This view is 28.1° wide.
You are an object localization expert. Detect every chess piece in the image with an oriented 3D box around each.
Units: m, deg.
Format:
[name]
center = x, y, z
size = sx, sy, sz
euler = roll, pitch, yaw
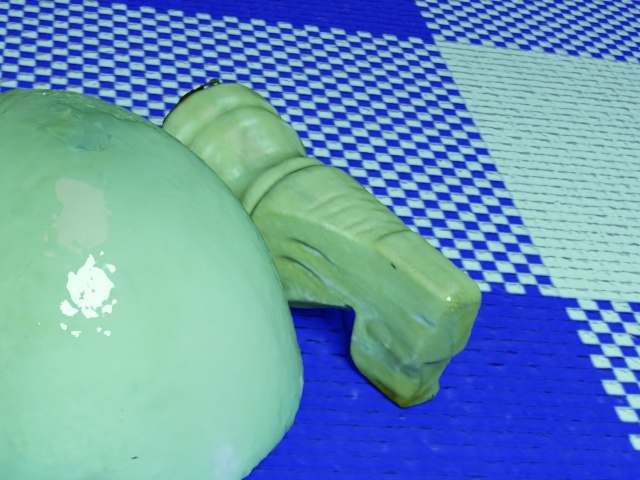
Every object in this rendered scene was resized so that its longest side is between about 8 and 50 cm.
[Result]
[chess piece]
center = 0.000, 0.000, 0.979
size = 0.137, 0.137, 0.301
euler = -17, 43, -38

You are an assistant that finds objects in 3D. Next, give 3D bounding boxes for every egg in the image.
[egg]
center = -0.166, 0.016, 0.844
size = 0.337, 0.201, 0.337
euler = 7, 35, -5
